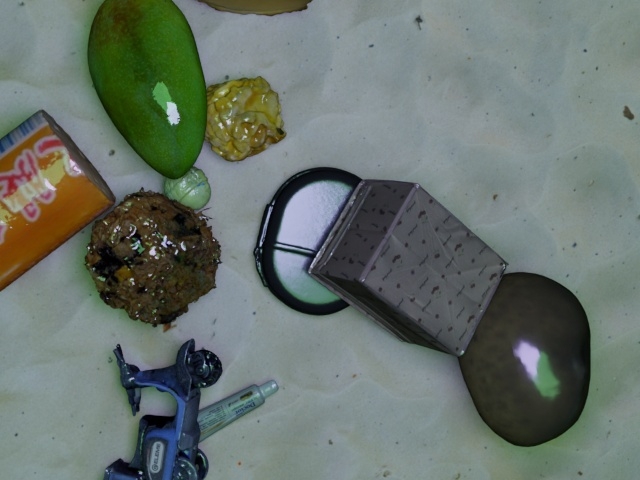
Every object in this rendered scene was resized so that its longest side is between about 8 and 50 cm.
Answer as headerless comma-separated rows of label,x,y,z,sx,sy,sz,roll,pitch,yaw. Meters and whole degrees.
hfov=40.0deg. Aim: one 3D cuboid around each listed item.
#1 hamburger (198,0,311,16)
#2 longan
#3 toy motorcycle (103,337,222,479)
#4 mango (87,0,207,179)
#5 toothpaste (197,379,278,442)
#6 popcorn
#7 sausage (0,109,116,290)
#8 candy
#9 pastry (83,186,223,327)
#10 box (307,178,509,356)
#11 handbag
hamburger,-0.113,-0.558,1.701,0.303,0.261,0.186,5,86,-26
longan,0.412,0.235,1.766,0.289,0.288,0.349,-1,68,-8
toy motorcycle,-0.319,0.362,1.739,0.213,0.125,0.358,11,92,7
mango,-0.324,-0.300,1.677,0.225,0.201,0.381,-20,83,31
toothpaste,-0.203,0.356,1.810,0.256,0.037,0.067,-28,93,-2
popcorn,-0.157,-0.245,1.755,0.170,0.180,0.180,38,85,31
sausage,-0.563,-0.075,1.653,0.287,0.233,0.233,-39,96,-7
candy,-0.344,-0.194,1.765,0.093,0.092,0.335,-41,88,-18
pastry,-0.312,0.040,1.681,0.275,0.193,0.274,-13,112,-34
box,0.176,0.054,1.712,0.297,0.190,0.225,38,76,-30
handbag,0.000,0.000,1.802,0.254,0.093,0.307,15,89,-9
